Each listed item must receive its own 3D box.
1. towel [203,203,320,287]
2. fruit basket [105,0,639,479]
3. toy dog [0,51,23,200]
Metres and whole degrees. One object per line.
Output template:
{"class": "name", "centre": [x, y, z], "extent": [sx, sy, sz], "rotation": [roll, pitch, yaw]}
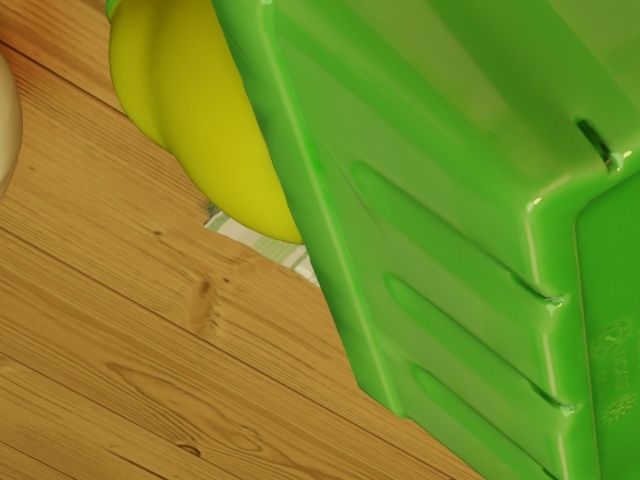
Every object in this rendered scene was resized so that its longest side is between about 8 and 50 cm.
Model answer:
{"class": "towel", "centre": [0.000, 0.000, 0.955], "extent": [0.152, 0.023, 0.113], "rotation": [30, 148, -15]}
{"class": "fruit basket", "centre": [0.067, -0.071, 0.656], "extent": [0.392, 0.283, 0.392], "rotation": [58, 172, 14]}
{"class": "toy dog", "centre": [-0.427, -0.090, 0.832], "extent": [0.408, 0.284, 0.395], "rotation": [39, 144, -23]}
